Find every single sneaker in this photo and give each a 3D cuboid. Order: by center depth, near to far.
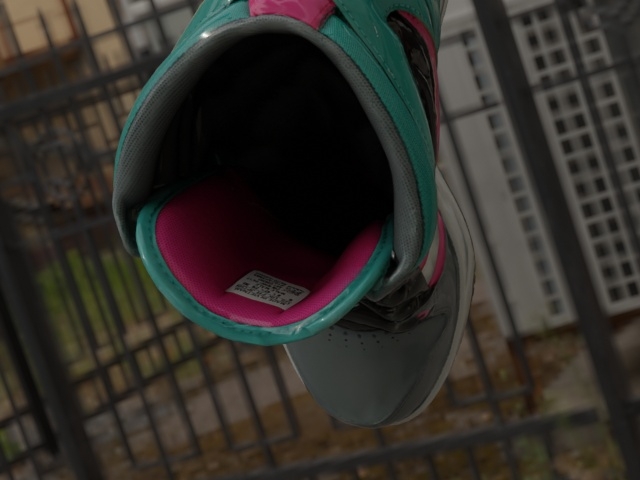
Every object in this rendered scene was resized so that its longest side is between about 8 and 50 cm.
[{"bbox_3d":[0.000,0.000,0.672,0.124,0.295,0.178,6,37,17],"label":"sneaker"}]
